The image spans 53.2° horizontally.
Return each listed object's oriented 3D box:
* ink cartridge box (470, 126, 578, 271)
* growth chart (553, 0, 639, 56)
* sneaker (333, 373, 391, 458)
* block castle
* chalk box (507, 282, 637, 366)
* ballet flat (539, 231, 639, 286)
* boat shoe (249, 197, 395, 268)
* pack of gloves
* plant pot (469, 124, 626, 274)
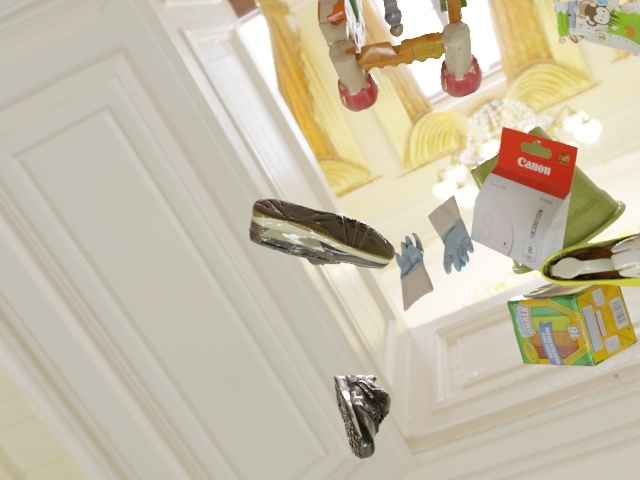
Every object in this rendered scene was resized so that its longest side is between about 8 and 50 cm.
[{"bbox_3d":[0.378,-0.080,1.209,0.066,0.232,0.189,-17,-152,-27],"label":"ink cartridge box"},{"bbox_3d":[0.568,-0.431,1.276,0.237,0.172,0.021,32,-97,40],"label":"growth chart"},{"bbox_3d":[0.112,0.392,1.498,0.124,0.107,0.283,-8,-159,-5],"label":"sneaker"},{"bbox_3d":[0.165,-0.501,1.335,0.303,0.453,0.213,-6,159,15],"label":"block castle"},{"bbox_3d":[0.453,0.155,1.213,0.132,0.132,0.213,-17,179,-30],"label":"chalk box"},{"bbox_3d":[0.410,0.030,0.893,0.077,0.077,0.231,0,171,-36],"label":"ballet flat"},{"bbox_3d":[0.000,0.000,0.660,0.056,0.152,0.049,-71,180,-56],"label":"boat shoe"},{"bbox_3d":[0.251,0.032,1.386,0.195,0.046,0.232,-43,-154,25],"label":"pack of gloves"},{"bbox_3d":[0.477,-0.105,1.419,0.276,0.254,0.276,-35,179,-1],"label":"plant pot"}]
